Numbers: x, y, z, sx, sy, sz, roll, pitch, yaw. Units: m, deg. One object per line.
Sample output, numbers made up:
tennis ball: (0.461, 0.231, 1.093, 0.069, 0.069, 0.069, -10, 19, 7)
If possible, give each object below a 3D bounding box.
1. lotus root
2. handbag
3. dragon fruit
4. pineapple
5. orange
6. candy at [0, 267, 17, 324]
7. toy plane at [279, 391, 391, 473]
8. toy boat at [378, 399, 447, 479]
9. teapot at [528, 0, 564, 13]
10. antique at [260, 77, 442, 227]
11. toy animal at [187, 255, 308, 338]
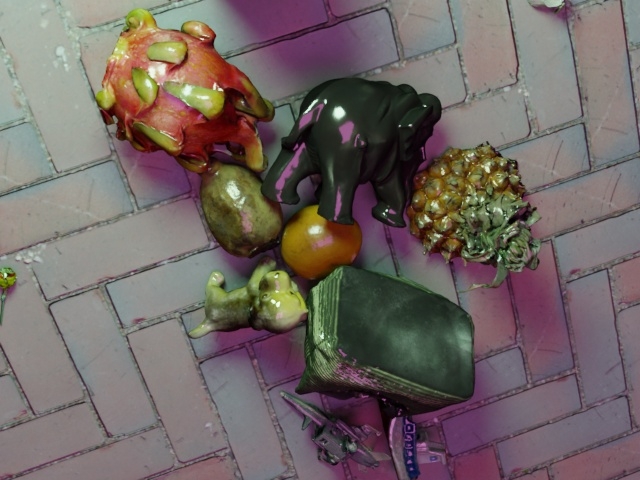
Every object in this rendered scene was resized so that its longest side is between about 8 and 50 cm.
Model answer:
lotus root: (-0.151, -0.065, 1.566, 0.138, 0.138, 0.214, -29, 106, 0)
handbag: (0.109, 0.207, 1.639, 0.340, 0.247, 0.240, 19, 144, -20)
dragon fruit: (-0.224, -0.239, 1.451, 0.227, 0.243, 0.307, -64, 150, -9)
pineapple: (0.314, -0.032, 1.596, 0.262, 0.272, 0.262, -4, 111, -11)
orange: (0.000, 0.000, 1.616, 0.156, 0.124, 0.156, -17, 147, -11)
candy: (-0.586, 0.104, 1.588, 0.035, 0.035, 0.123, 24, 116, 13)
toy plane: (0.016, 0.403, 1.790, 0.262, 0.088, 0.192, 31, 134, -13)
toy boat: (0.198, 0.410, 1.817, 0.115, 0.114, 0.262, -14, 109, 5)
teapot: (0.422, -0.450, 1.579, 0.064, 0.064, 0.083, -41, 113, 5)
antique: (0.074, -0.166, 1.533, 0.322, 0.185, 0.255, 5, 108, -43)
toy animal: (-0.122, 0.111, 1.597, 0.233, 0.169, 0.121, -14, 118, 29)
